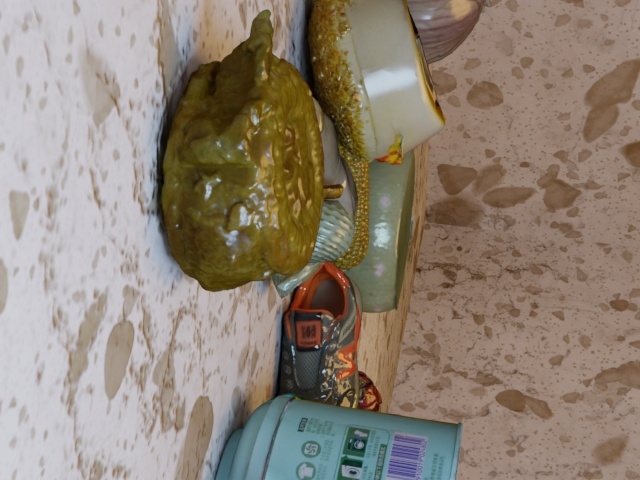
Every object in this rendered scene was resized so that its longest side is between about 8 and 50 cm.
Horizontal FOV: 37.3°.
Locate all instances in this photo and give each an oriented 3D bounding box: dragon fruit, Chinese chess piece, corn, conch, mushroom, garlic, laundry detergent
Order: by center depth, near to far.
[{"bbox_3d":[0.022,0.362,1.271,0.287,0.305,0.287,7,90,-80],"label":"laundry detergent"},{"bbox_3d":[-0.022,0.005,1.358,0.153,0.102,0.135,-36,162,-11],"label":"conch"},{"bbox_3d":[-0.004,-0.106,1.423,0.351,0.097,0.109,70,17,-60],"label":"mushroom"},{"bbox_3d":[0.041,-0.083,1.654,0.106,0.106,0.293,-60,156,-65],"label":"corn"},{"bbox_3d":[0.188,-0.472,1.756,0.317,0.259,0.317,6,90,-76],"label":"garlic"},{"bbox_3d":[0.104,-0.029,1.909,0.349,0.146,0.349,6,90,-80],"label":"Chinese chess piece"},{"bbox_3d":[0.060,0.352,2.049,0.125,0.125,0.246,-50,-178,-14],"label":"dragon fruit"}]

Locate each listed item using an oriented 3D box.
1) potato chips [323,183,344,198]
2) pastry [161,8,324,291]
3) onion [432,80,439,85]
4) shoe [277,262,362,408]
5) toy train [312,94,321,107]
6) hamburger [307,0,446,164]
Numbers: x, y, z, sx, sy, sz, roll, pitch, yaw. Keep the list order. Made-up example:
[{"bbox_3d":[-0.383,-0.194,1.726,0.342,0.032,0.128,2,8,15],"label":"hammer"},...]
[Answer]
[{"bbox_3d":[-0.029,-0.073,1.294,0.204,0.026,0.037,7,113,-55],"label":"potato chips"},{"bbox_3d":[-0.083,-0.069,0.955,0.235,0.132,0.240,60,31,-59],"label":"pastry"},{"bbox_3d":[0.120,-0.262,1.788,0.153,0.177,0.177,-37,-147,52],"label":"onion"},{"bbox_3d":[-0.007,0.176,1.521,0.171,0.132,0.336,70,26,-58],"label":"shoe"},{"bbox_3d":[0.001,-0.227,1.562,0.083,0.017,0.017,-13,112,-79],"label":"toy train"},{"bbox_3d":[0.074,-0.253,1.436,0.276,0.179,0.294,-96,166,-56],"label":"hamburger"}]
